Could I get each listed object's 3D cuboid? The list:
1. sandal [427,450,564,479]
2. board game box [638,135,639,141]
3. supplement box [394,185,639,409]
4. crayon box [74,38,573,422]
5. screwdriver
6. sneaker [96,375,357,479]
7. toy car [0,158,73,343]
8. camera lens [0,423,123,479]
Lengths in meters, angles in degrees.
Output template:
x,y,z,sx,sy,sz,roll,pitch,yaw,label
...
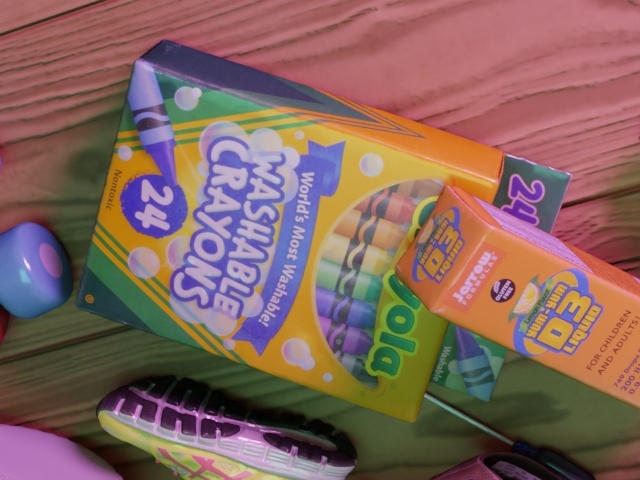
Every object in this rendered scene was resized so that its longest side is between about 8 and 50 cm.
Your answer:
x,y,z,sx,sy,sz,roll,pitch,yaw,label
0.153,0.201,1.119,0.303,0.120,0.086,-1,98,20,sandal
0.356,-0.054,1.019,0.194,0.060,0.194,-37,88,23,board game box
0.171,0.048,1.040,0.233,0.080,0.078,25,105,-24,supplement box
0.000,0.000,1.103,0.323,0.083,0.203,18,111,3,crayon box
0.138,0.154,1.162,0.170,0.025,0.024,28,112,-1,screwdriver
-0.082,0.177,1.182,0.209,0.081,0.094,18,114,3,sneaker
-0.344,0.041,1.099,0.219,0.238,0.210,-26,103,18,toy car
-0.270,0.313,1.190,0.219,0.219,0.274,15,111,5,camera lens
